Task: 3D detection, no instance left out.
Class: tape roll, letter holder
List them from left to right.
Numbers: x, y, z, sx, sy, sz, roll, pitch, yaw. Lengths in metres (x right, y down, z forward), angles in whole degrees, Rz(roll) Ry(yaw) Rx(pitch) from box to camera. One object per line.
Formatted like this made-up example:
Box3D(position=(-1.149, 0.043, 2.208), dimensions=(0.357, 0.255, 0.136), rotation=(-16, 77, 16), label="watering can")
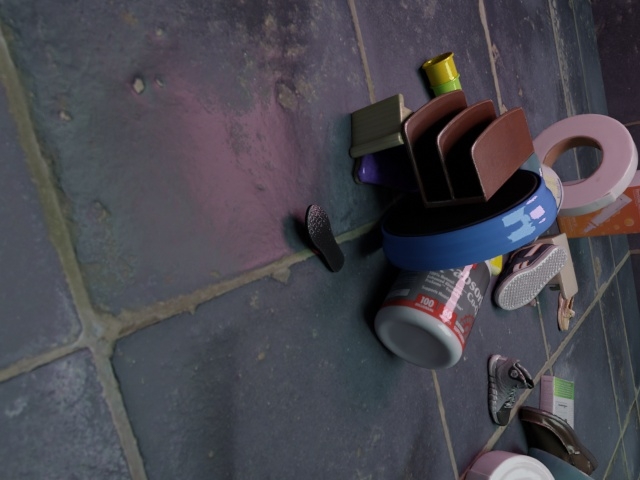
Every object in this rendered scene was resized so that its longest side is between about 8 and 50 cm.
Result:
Box3D(position=(0.344, -0.237, 1.066), dimensions=(0.301, 0.151, 0.215), rotation=(-37, 112, -39), label="letter holder")
Box3D(position=(0.551, 0.761, 1.336), dimensions=(0.285, 0.100, 0.287), rotation=(5, 74, -20), label="tape roll")
Box3D(position=(0.929, -0.275, 1.700), dimensions=(0.072, 0.391, 0.393), rotation=(29, 66, -40), label="tape roll")

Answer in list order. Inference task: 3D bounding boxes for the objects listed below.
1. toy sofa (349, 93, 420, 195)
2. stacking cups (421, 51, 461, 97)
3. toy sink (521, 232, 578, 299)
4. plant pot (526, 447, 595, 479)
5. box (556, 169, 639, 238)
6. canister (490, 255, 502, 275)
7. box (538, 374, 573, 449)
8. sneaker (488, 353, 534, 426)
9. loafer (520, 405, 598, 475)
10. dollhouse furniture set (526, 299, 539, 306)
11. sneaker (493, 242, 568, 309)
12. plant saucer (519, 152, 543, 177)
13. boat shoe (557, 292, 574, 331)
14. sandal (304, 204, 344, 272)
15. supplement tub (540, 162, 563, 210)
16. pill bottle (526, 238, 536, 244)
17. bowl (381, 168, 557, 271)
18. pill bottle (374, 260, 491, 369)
Box3D(position=(0.245, -0.216, 1.176), dimensions=(0.362, 0.150, 0.177), rotation=(8, 79, -44), label="toy sofa")
Box3D(position=(0.408, -0.399, 1.403), dimensions=(0.096, 0.095, 0.316), rotation=(-51, 122, -36), label="stacking cups")
Box3D(position=(0.877, 0.103, 1.789), dimensions=(0.152, 0.131, 0.235), rotation=(-14, 91, -45), label="toy sink")
Box3D(position=(0.762, 0.862, 1.492), dimensions=(0.235, 0.292, 0.293), rotation=(-52, 122, -17), label="plant pot")
Box3D(position=(1.218, -0.150, 2.005), dimensions=(0.168, 0.345, 0.215), rotation=(-39, 112, -40), label="box")
Box3D(position=(0.506, 0.038, 1.464), dimensions=(0.169, 0.073, 0.126), rotation=(20, 72, -43), label="canister")
Box3D(position=(0.930, 0.707, 1.829), dimensions=(0.232, 0.058, 0.323), rotation=(24, 70, -41), label="box")
Box3D(position=(0.609, 0.483, 1.476), dimensions=(0.086, 0.132, 0.229), rotation=(-3, 87, -45), label="sneaker")
Box3D(position=(0.834, 0.728, 1.635), dimensions=(0.366, 0.133, 0.130), rotation=(44, 68, -9), label="loafer")
Box3D(position=(0.733, 0.183, 1.669), dimensions=(0.090, 0.081, 0.115), rotation=(16, 74, -43), label="dollhouse furniture set")
Box3D(position=(0.709, 0.123, 1.631), dimensions=(0.321, 0.127, 0.126), rotation=(-33, 110, -14), label="sneaker")
Box3D(position=(0.449, -0.131, 1.264), dimensions=(0.043, 0.317, 0.318), rotation=(9, 79, -30), label="plant saucer")
Box3D(position=(1.059, 0.306, 1.998), dimensions=(0.063, 0.059, 0.170), rotation=(22, 70, -41), label="boat shoe")
Box3D(position=(0.000, 0.000, 0.991), dimensions=(0.067, 0.040, 0.179), rotation=(-52, 135, -29), label="sandal")
Box3D(position=(0.583, -0.146, 1.446), dimensions=(0.324, 0.235, 0.236), rotation=(0, 85, -45), label="supplement tub")
Box3D(position=(0.715, -0.022, 1.664), dimensions=(0.169, 0.094, 0.094), rotation=(-3, 87, -45), label="pill bottle")
Box3D(position=(0.321, -0.060, 1.063), dimensions=(0.391, 0.390, 0.077), rotation=(-38, 112, -41), label="bowl")
Box3D(position=(0.295, 0.112, 1.148), dimensions=(0.210, 0.210, 0.363), rotation=(54, 52, -26), label="pill bottle")
